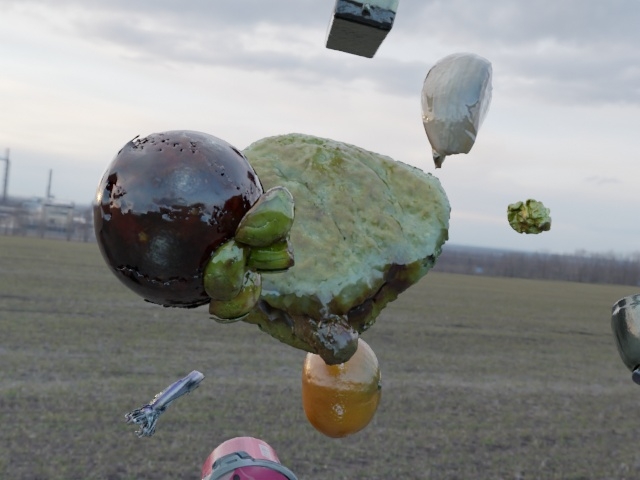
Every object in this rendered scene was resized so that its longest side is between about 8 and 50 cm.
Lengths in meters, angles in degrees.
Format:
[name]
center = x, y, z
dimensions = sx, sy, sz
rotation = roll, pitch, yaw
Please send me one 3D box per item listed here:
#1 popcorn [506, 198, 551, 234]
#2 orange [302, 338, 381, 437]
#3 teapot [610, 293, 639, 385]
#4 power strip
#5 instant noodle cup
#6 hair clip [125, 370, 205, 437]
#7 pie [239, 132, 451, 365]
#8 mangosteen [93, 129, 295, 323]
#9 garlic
[popcorn]
center = 0.374, -0.040, 1.195
dimensions = 0.083, 0.059, 0.068
rotation = 14, -16, 8
[orange]
center = 0.051, 0.322, 1.484
dimensions = 0.171, 0.240, 0.240
rotation = -2, -1, 9
[teapot]
center = 0.426, 0.139, 0.835
dimensions = 0.111, 0.108, 0.149
rotation = -2, -32, 27
[power strip]
center = 0.069, -0.387, 1.182
dimensions = 0.105, 0.070, 0.257
rotation = 11, 5, -4
[instant noodle cup]
center = -0.177, 0.580, 1.564
dimensions = 0.258, 0.302, 0.181
rotation = -7, 16, -10
[hair clip]
center = -0.253, 0.271, 1.138
dimensions = 0.116, 0.049, 0.172
rotation = -31, 2, 41
[pie]
center = 0.003, -0.022, 1.157
dimensions = 0.395, 0.418, 0.180
rotation = 33, -28, 13
[mangosteen]
center = -0.103, -0.010, 0.577
dimensions = 0.180, 0.166, 0.166
rotation = 26, 7, 19
[garlic]
center = 0.184, -0.189, 0.887
dimensions = 0.087, 0.195, 0.101
rotation = -3, -48, 29
